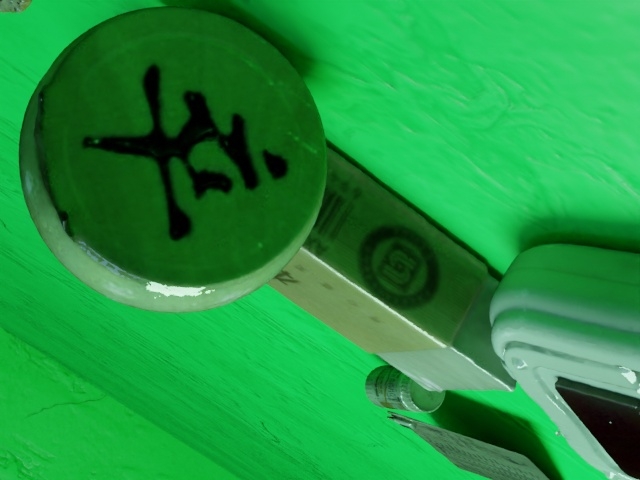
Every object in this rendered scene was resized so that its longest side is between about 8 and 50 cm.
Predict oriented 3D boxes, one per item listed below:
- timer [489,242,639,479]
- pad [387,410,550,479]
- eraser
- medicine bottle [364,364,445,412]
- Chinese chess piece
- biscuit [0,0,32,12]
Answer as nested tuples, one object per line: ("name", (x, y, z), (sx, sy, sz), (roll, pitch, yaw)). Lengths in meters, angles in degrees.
("timer", (0.243, 0.108, 0.737), (0.237, 0.087, 0.262), (9, 150, 47))
("pad", (0.184, 0.248, 1.211), (0.159, 0.009, 0.265), (13, 163, 30))
("eraser", (0.000, 0.000, 0.837), (0.343, 0.078, 0.144), (35, 161, -14))
("medicine bottle", (0.086, 0.152, 1.124), (0.047, 0.047, 0.083), (38, 160, -21))
("Chinese chess piece", (-0.088, -0.050, 0.674), (0.188, 0.188, 0.083), (33, 160, -8))
("biscuit", (-0.259, -0.216, 0.766), (0.152, 0.020, 0.152), (30, 160, 12))
